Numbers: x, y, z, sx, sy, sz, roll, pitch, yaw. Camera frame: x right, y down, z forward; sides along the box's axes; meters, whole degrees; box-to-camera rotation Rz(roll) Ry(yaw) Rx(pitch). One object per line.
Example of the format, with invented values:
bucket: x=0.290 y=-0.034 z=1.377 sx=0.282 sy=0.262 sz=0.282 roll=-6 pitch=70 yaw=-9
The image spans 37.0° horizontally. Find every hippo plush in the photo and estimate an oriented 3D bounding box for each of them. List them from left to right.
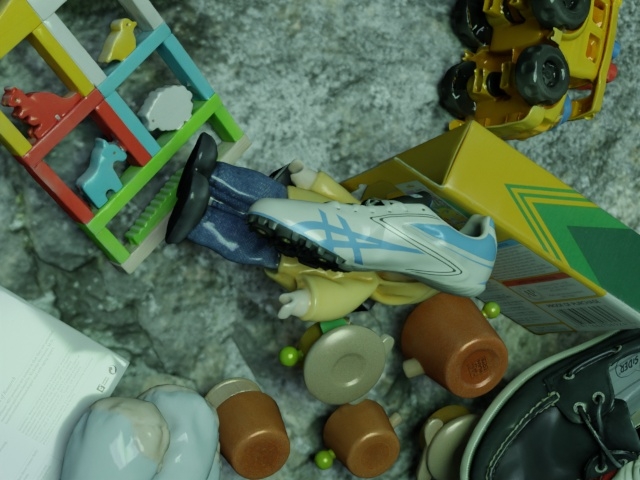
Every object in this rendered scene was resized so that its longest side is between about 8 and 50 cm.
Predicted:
hippo plush: x=-0.101 y=0.264 z=0.759 sx=0.294 sy=0.236 sz=0.234 roll=-22 pitch=130 yaw=-61

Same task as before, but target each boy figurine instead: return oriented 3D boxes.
boy figurine: x=-0.003 y=0.005 z=0.913 sx=0.285 sy=0.092 sz=0.177 roll=21 pitch=51 yaw=-14

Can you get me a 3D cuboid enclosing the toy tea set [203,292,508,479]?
toy tea set: x=0.042 y=0.147 z=0.996 sx=0.336 sy=0.124 sz=0.200 roll=5 pitch=111 yaw=-25

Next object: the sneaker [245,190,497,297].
sneaker: x=0.047 y=-0.009 z=0.838 sx=0.237 sy=0.085 sz=0.086 roll=12 pitch=83 yaw=-23

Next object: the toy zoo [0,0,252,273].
toy zoo: x=-0.208 y=-0.135 z=0.893 sx=0.192 sy=0.030 sz=0.293 roll=-50 pitch=125 yaw=-20

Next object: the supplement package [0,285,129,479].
supplement package: x=-0.309 y=0.135 z=0.809 sx=0.203 sy=0.149 sz=0.194 roll=34 pitch=72 yaw=-15

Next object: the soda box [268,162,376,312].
soda box: x=0.000 y=0.000 z=1.008 sx=0.169 sy=0.053 sz=0.060 roll=44 pitch=69 yaw=-11

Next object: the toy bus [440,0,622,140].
toy bus: x=0.266 y=-0.203 z=1.110 sx=0.211 sy=0.149 sz=0.220 roll=20 pitch=78 yaw=-35

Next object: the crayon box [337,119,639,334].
crayon box: x=0.177 y=-0.014 z=1.001 sx=0.323 sy=0.203 sz=0.083 roll=31 pitch=72 yaw=-16

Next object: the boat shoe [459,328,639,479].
boat shoe: x=0.299 y=0.175 z=0.983 sx=0.340 sy=0.113 sz=0.127 roll=-25 pitch=103 yaw=-21

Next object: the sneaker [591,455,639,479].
sneaker: x=0.395 y=0.244 z=1.116 sx=0.279 sy=0.118 sz=0.107 roll=-10 pitch=74 yaw=-45
